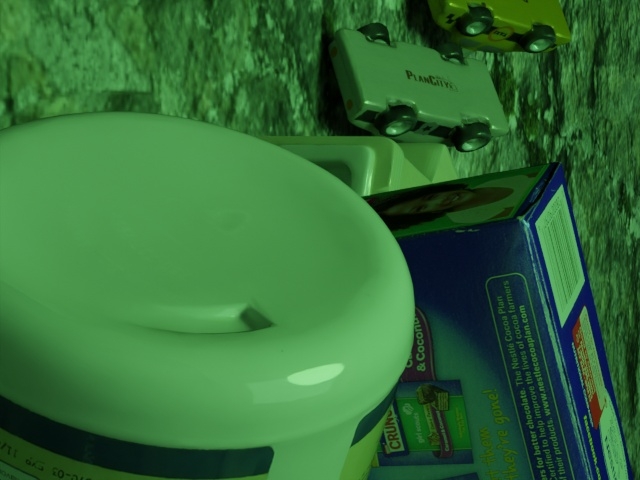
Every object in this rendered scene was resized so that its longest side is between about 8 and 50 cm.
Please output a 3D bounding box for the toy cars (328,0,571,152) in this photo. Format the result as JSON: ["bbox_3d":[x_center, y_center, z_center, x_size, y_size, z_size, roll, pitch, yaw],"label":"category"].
[{"bbox_3d":[0.117,-0.178,1.334,0.176,0.087,0.394,47,41,-7],"label":"toy cars"}]

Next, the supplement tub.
[{"bbox_3d":[-0.098,0.121,0.679,0.228,0.228,0.316,-42,153,-56],"label":"supplement tub"}]

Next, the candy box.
[{"bbox_3d":[0.013,0.118,0.842,0.122,0.317,0.268,-42,120,-65],"label":"candy box"}]

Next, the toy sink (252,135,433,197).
[{"bbox_3d":[0.000,0.000,1.042,0.234,0.152,0.131,33,62,-59],"label":"toy sink"}]

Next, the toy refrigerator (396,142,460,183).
[{"bbox_3d":[0.094,0.034,1.289,0.269,0.102,0.094,63,38,-45],"label":"toy refrigerator"}]
